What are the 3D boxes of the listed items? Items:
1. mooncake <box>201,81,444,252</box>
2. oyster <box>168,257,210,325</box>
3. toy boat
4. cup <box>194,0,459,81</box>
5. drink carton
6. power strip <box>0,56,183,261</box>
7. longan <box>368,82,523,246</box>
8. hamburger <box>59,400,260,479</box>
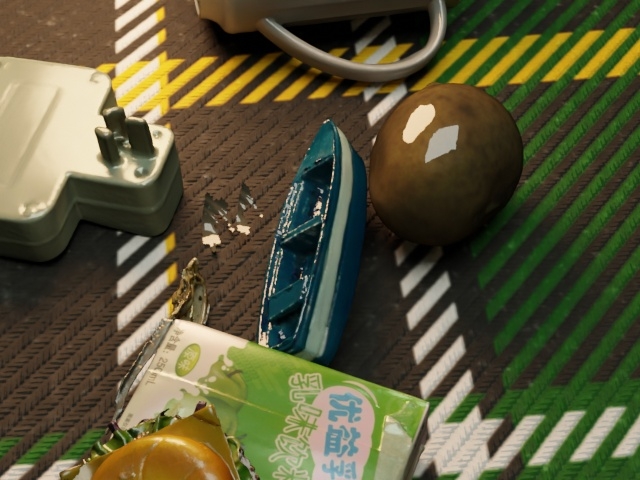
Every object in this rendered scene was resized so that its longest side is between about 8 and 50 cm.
[{"bbox_3d":[0.020,-0.094,1.285,0.346,0.057,0.150,-14,56,-13],"label":"mooncake"},{"bbox_3d":[-0.147,0.065,1.155,0.038,0.081,0.083,0,14,26],"label":"oyster"},{"bbox_3d":[0.000,0.000,1.180,0.061,0.096,0.299,28,55,-25],"label":"toy boat"},{"bbox_3d":[0.005,-0.347,1.393,0.327,0.237,0.323,-8,83,-9],"label":"cup"},{"bbox_3d":[-0.051,0.192,1.031,0.271,0.108,0.161,17,55,13],"label":"drink carton"},{"bbox_3d":[-0.289,-0.098,1.235,0.261,0.141,0.229,10,54,10],"label":"power strip"},{"bbox_3d":[0.131,-0.080,1.205,0.167,0.167,0.187,17,50,11],"label":"longan"},{"bbox_3d":[-0.117,0.227,0.901,0.164,0.093,0.189,-14,66,11],"label":"hamburger"}]
